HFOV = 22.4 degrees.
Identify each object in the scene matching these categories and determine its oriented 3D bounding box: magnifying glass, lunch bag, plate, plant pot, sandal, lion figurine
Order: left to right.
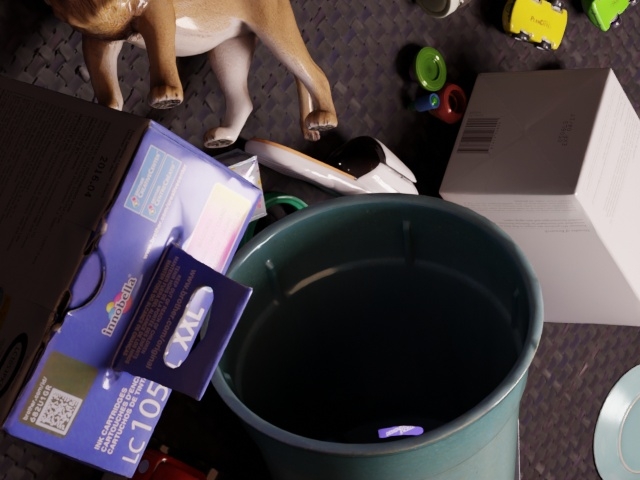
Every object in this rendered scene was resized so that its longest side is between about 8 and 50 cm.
[{"bbox_3d":[-0.130,-0.225,1.566,0.392,0.142,0.240,11,67,-57],"label":"lion figurine"},{"bbox_3d":[-0.104,-0.048,1.685,0.083,0.053,0.071,-19,113,-26],"label":"lunch bag"},{"bbox_3d":[0.000,0.000,1.809,0.231,0.026,0.092,7,97,-43],"label":"magnifying glass"},{"bbox_3d":[0.037,-0.082,1.766,0.265,0.102,0.076,23,87,-40],"label":"sandal"},{"bbox_3d":[0.069,0.184,1.717,0.341,0.341,0.334,-41,143,-26],"label":"plant pot"},{"bbox_3d":[0.455,0.265,2.289,0.188,0.024,0.188,-12,109,-39],"label":"plate"}]

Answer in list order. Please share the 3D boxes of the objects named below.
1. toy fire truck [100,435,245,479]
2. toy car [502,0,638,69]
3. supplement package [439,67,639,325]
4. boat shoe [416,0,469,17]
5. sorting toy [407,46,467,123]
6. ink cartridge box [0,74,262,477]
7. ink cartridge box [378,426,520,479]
[{"bbox_3d":[-0.100,0.326,1.663,0.217,0.246,0.158,34,79,-42],"label":"toy fire truck"},{"bbox_3d":[0.318,-0.263,1.993,0.225,0.053,0.239,-49,129,-20],"label":"toy car"},{"bbox_3d":[0.293,-0.045,1.909,0.293,0.175,0.177,50,51,-45],"label":"supplement package"},{"bbox_3d":[0.138,-0.364,1.791,0.068,0.081,0.228,-28,127,-36],"label":"boat shoe"},{"bbox_3d":[0.125,-0.172,1.865,0.102,0.042,0.061,52,52,-25],"label":"sorting toy"},{"bbox_3d":[-0.228,0.022,1.360,0.151,0.395,0.270,30,82,-42],"label":"ink cartridge box"},{"bbox_3d":[0.165,0.286,2.025,0.206,0.045,0.208,-21,115,-34],"label":"ink cartridge box"}]
